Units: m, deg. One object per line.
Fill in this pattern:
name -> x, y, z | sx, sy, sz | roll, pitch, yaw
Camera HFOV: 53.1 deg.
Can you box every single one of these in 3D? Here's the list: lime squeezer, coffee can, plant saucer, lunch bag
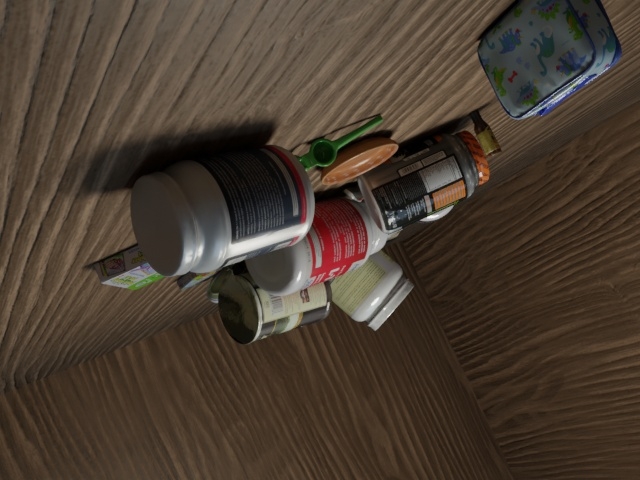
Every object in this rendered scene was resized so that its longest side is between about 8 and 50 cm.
lime squeezer -> -0.011, -0.166, 1.322 | 0.310, 0.059, 0.110 | -28, 171, 20
coffee can -> -0.133, 0.175, 1.892 | 0.275, 0.201, 0.201 | -11, 165, -41
plant saucer -> 0.087, -0.193, 1.514 | 0.200, 0.037, 0.200 | -25, 171, -4
lunch bag -> 0.376, -0.314, 1.071 | 0.090, 0.176, 0.219 | -20, 170, -29

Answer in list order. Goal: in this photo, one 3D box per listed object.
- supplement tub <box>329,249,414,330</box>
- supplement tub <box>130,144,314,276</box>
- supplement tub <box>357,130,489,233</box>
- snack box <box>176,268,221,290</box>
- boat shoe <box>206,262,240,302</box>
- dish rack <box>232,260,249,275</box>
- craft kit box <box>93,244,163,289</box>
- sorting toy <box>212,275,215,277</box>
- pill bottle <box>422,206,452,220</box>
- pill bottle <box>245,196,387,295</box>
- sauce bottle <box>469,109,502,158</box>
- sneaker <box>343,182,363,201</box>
supplement tub -> 0.120, 0.116, 2.105 | 0.235, 0.325, 0.235 | -48, 173, -8
supplement tub -> -0.163, -0.054, 1.102 | 0.272, 0.191, 0.191 | -18, 170, -40
supplement tub -> 0.273, -0.162, 1.710 | 0.316, 0.193, 0.193 | -24, 172, -3
snack box -> -0.392, 0.112, 2.075 | 0.100, 0.037, 0.141 | -17, 170, -39
boat shoe -> -0.257, 0.084, 2.073 | 0.302, 0.109, 0.094 | -41, 154, 1
dish rack -> -0.135, 0.065, 2.014 | 0.208, 0.074, 0.271 | -50, 147, 15
craft kit box -> -0.390, 0.042, 1.568 | 0.246, 0.061, 0.250 | -22, 172, 0
sorting toy -> -0.346, 0.103, 2.184 | 0.061, 0.042, 0.102 | -5, 177, -21
pill bottle -> 0.323, -0.146, 1.974 | 0.181, 0.181, 0.323 | -26, 177, 7
pill bottle -> 0.000, 0.000, 1.824 | 0.407, 0.229, 0.229 | -17, 169, -43
sauce bottle -> 0.422, -0.275, 1.648 | 0.042, 0.128, 0.042 | -24, 173, -3
sneaker -> 0.123, -0.155, 1.871 | 0.158, 0.061, 0.065 | -13, 139, -59
